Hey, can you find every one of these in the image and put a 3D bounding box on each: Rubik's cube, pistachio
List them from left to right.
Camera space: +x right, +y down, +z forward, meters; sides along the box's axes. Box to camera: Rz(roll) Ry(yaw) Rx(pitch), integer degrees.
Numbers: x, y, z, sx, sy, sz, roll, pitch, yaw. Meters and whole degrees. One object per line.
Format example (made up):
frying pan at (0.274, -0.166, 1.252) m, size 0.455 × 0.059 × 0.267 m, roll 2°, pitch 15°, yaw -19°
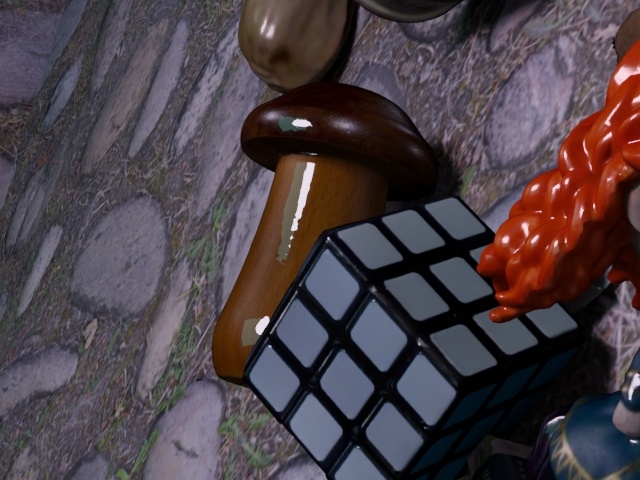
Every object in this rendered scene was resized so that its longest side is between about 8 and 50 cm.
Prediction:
pistachio at (-0.024, -0.269, 1.789) m, size 0.129 × 0.131 × 0.206 m, roll 71°, pitch -148°, yaw -60°
Rubik's cube at (0.067, 0.083, 1.125) m, size 0.163 × 0.162 × 0.161 m, roll 47°, pitch 129°, yaw 21°

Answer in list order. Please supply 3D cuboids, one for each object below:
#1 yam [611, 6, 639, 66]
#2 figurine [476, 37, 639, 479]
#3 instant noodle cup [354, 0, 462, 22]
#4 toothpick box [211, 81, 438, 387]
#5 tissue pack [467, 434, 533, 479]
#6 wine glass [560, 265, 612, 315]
yam at (0.261, -0.114, 1.110) m, size 0.084 × 0.084 × 0.127 m, roll -45°, pitch 28°, yaw 38°
figurine at (0.230, 0.068, 0.863) m, size 0.306 × 0.241 × 0.412 m, roll 152°, pitch 127°, yaw -66°
instant noodle cup at (0.129, -0.334, 1.426) m, size 0.178 × 0.234 × 0.235 m, roll -4°, pitch 64°, yaw 52°
toothpick box at (0.000, 0.000, 1.420) m, size 0.192 × 0.192 × 0.294 m, roll -9°, pitch 66°, yaw 62°
tissue pack at (0.143, 0.186, 1.090) m, size 0.042 × 0.062 × 0.083 m, roll -60°, pitch 23°, yaw 32°
wine glass at (0.134, 0.068, 1.215) m, size 0.262 × 0.074 × 0.074 m, roll -39°, pitch 35°, yaw 44°
